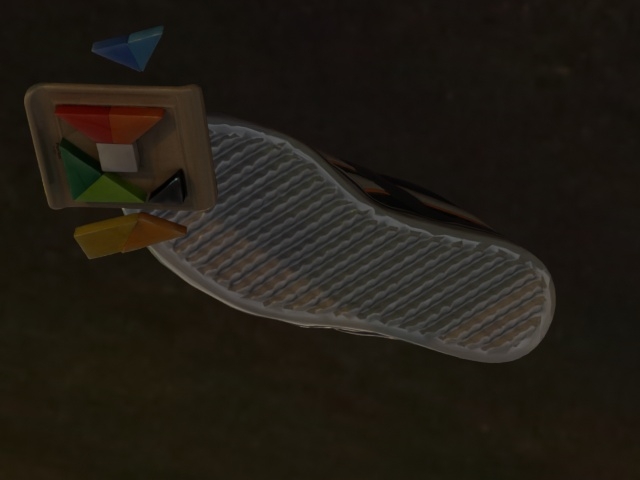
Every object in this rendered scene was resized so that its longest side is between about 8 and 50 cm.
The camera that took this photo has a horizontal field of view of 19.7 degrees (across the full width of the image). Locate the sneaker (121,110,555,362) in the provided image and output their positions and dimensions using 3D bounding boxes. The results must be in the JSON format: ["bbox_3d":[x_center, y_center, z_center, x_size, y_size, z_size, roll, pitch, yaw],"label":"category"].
[{"bbox_3d":[0.000,0.000,1.290,0.321,0.126,0.127,23,-176,-17],"label":"sneaker"}]

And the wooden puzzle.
[{"bbox_3d":[-0.082,-0.036,0.762,0.078,0.014,0.116,-6,133,10],"label":"wooden puzzle"}]
